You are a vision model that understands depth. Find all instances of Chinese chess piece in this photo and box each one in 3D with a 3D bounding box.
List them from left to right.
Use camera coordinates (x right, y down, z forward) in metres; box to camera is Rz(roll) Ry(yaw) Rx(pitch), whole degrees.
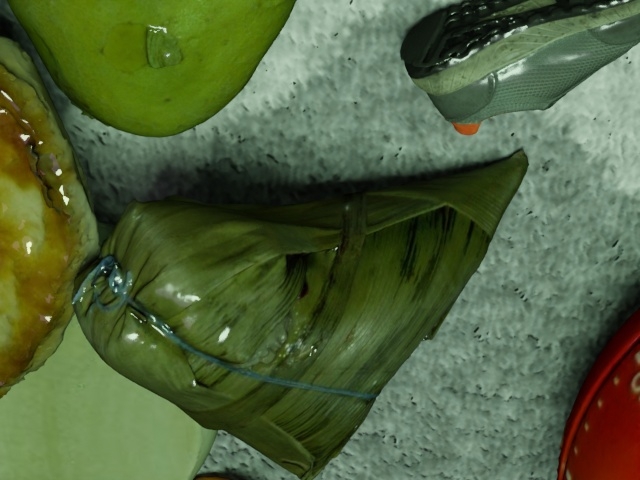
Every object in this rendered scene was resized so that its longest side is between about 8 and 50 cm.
[{"bbox_3d":[-0.194,0.102,0.954,0.250,0.101,0.250,1,118,2],"label":"Chinese chess piece"}]

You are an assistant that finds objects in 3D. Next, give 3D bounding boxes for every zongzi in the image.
[{"bbox_3d":[0.000,0.000,0.820,0.274,0.125,0.251,-47,143,3],"label":"zongzi"}]

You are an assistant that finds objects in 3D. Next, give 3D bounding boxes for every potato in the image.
[{"bbox_3d":[-0.098,-0.181,0.775,0.186,0.148,0.253,8,117,-3],"label":"potato"}]

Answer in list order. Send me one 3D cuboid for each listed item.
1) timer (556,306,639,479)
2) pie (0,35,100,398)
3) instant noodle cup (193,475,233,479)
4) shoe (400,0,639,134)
[{"bbox_3d":[0.348,0.172,0.864,0.378,0.279,0.378,1,115,2],"label":"timer"},{"bbox_3d":[-0.285,-0.020,0.816,0.315,0.092,0.315,4,110,10],"label":"pie"},{"bbox_3d":[-0.092,0.317,1.015,0.213,0.213,0.174,-22,122,14],"label":"instant noodle cup"},{"bbox_3d":[0.153,-0.127,0.839,0.194,0.074,0.077,-18,127,15],"label":"shoe"}]
